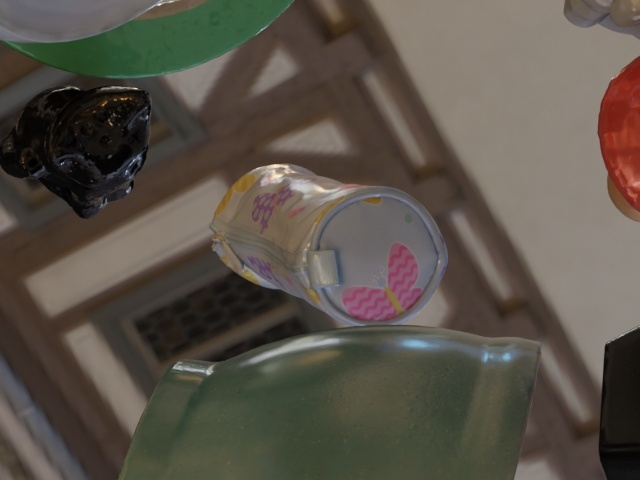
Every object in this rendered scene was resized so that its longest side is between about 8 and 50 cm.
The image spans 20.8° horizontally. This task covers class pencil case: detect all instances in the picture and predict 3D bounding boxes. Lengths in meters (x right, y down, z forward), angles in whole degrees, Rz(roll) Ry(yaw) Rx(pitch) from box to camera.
[{"bbox_3d":[0.000,0.000,1.449,0.124,0.273,0.113,7,-86,-22],"label":"pencil case"}]

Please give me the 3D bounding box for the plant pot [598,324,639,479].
[{"bbox_3d":[0.327,0.159,1.448,0.188,0.167,0.187,-77,-28,-43],"label":"plant pot"}]

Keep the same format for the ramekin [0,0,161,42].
[{"bbox_3d":[-0.112,-0.180,0.735,0.109,0.207,0.207,44,-164,24],"label":"ramekin"}]

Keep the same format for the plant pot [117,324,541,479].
[{"bbox_3d":[-0.010,0.171,0.952,0.293,0.196,0.293,15,-90,-84],"label":"plant pot"}]

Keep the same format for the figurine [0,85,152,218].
[{"bbox_3d":[-0.202,-0.022,1.101,0.092,0.215,0.209,53,167,-7],"label":"figurine"}]

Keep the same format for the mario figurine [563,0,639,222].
[{"bbox_3d":[0.209,-0.043,0.928,0.198,0.170,0.320,26,-176,20],"label":"mario figurine"}]

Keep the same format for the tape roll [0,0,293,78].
[{"bbox_3d":[-0.128,-0.269,1.147,0.321,0.321,0.077,45,175,-34],"label":"tape roll"}]
